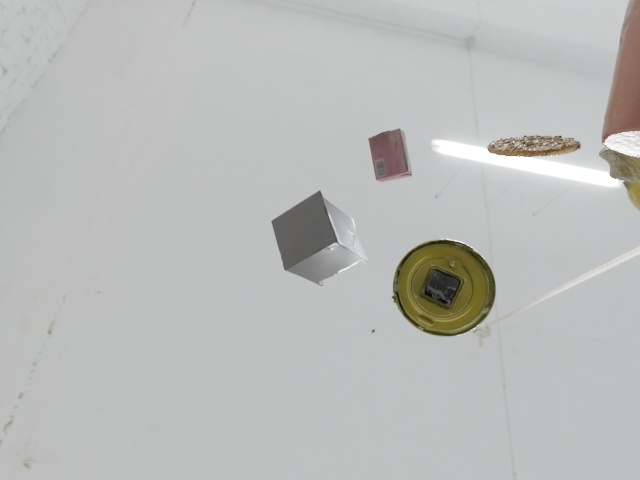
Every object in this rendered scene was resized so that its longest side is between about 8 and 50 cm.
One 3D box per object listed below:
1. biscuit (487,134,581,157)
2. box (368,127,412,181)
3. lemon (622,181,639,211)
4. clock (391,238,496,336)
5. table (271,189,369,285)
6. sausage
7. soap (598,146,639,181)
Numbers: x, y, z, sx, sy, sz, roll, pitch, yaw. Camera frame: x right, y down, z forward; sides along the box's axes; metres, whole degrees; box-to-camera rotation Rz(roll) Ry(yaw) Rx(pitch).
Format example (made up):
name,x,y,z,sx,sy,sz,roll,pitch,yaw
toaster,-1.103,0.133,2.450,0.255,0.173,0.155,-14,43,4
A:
name,x,y,z,sx,sy,sz,roll,pitch,yaw
biscuit,0.640,-0.290,1.216,0.254,0.035,0.254,-6,-159,2
box,0.222,-0.268,1.267,0.112,0.060,0.156,-11,-95,29
lemon,1.287,-0.185,1.482,0.229,0.228,0.253,-35,-104,-24
clock,0.283,0.109,0.929,0.237,0.057,0.236,-2,-96,17
table,0.000,0.000,1.121,0.169,0.193,0.172,-30,-122,20
sausage,0.439,-0.243,0.505,0.114,0.113,0.258,11,-89,-5
soap,0.667,-0.212,0.717,0.258,0.160,0.080,-39,-71,-5
